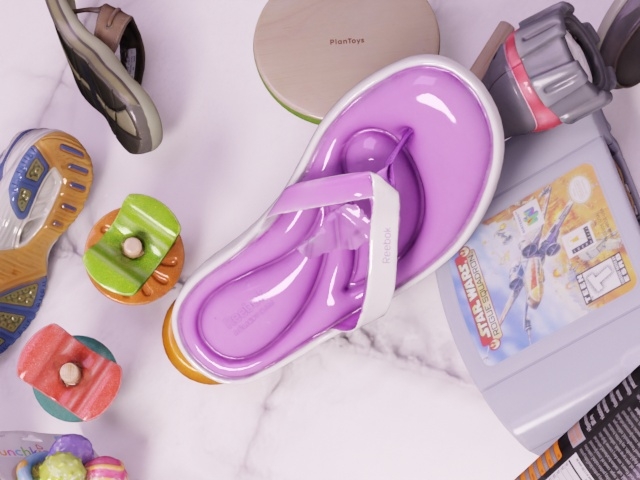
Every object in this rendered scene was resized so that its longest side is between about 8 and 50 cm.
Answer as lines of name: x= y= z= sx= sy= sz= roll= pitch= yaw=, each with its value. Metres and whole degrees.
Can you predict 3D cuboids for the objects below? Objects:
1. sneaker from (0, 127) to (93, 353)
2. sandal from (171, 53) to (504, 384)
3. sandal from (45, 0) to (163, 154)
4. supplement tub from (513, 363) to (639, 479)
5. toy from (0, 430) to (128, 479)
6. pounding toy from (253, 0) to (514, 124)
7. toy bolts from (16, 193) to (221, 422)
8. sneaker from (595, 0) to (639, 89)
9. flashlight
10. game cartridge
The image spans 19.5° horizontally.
sneaker: x=-0.356 y=0.010 z=2.064 sx=0.296 sy=0.112 sz=0.131 roll=-57 pitch=30 yaw=-5
sandal: x=0.012 y=0.010 z=1.664 sx=0.416 sy=0.169 sz=0.102 roll=-47 pitch=5 yaw=32
sandal: x=-0.230 y=-0.202 z=2.075 sx=0.086 sy=0.120 sz=0.303 roll=-27 pitch=49 yaw=-12
supplement tub: x=0.238 y=0.229 z=1.413 sx=0.316 sy=0.193 sz=0.193 roll=-44 pitch=48 yaw=11
toy: x=-0.224 y=0.237 z=1.795 sx=0.237 sy=0.137 sz=0.056 roll=46 pitch=117 yaw=41
pounding toy: x=0.052 y=-0.163 z=1.847 sx=0.237 sy=0.110 sz=0.183 roll=23 pitch=68 yaw=13
toy bolts: x=-0.184 y=0.100 z=1.881 sx=0.218 sy=0.158 sz=0.228 roll=39 pitch=81 yaw=3
sneaker: x=0.342 y=-0.199 z=1.639 sx=0.222 sy=0.083 sz=0.118 roll=-47 pitch=52 yaw=11
flashlight: x=0.114 y=-0.103 z=1.680 sx=0.304 sy=0.103 sz=0.103 roll=-27 pitch=22 yaw=26
game cartridge: x=0.202 y=0.031 z=1.644 sx=0.198 sy=0.062 sz=0.297 roll=-29 pitch=52 yaw=17
